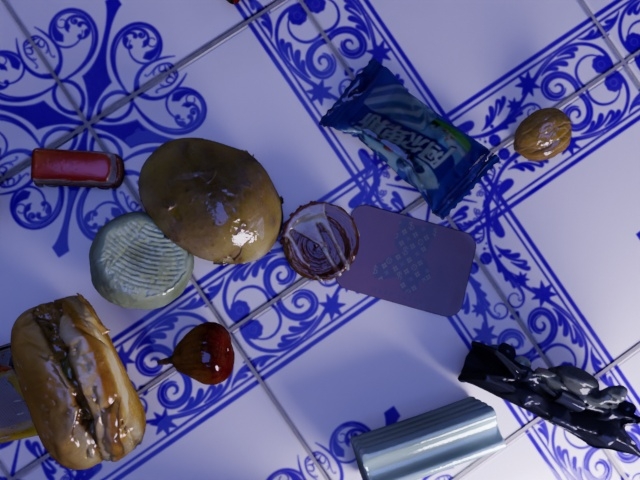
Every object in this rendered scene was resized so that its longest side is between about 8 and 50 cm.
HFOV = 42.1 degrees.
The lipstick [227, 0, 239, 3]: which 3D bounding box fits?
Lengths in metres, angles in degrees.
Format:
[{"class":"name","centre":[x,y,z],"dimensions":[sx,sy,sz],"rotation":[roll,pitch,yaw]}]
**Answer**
[{"class":"lipstick","centre":[-0.113,-0.578,1.667],"dimensions":[0.241,0.080,0.080],"rotation":[-44,90,-5]}]

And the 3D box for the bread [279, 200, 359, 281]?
[{"class":"bread","centre":[0.000,0.000,1.637],"dimensions":[0.160,0.073,0.161],"rotation":[0,89,1]}]

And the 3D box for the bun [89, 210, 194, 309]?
[{"class":"bun","centre":[-0.341,0.043,1.584],"dimensions":[0.195,0.118,0.195],"rotation":[5,68,-13]}]

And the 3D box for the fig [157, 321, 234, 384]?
[{"class":"fig","centre":[-0.229,0.228,1.608],"dimensions":[0.119,0.153,0.119],"rotation":[22,53,-32]}]

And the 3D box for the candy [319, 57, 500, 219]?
[{"class":"candy","centre":[0.177,-0.202,1.666],"dimensions":[0.331,0.077,0.187],"rotation":[41,82,2]}]

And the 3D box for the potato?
[{"class":"potato","centre":[-0.197,-0.087,1.571],"dimensions":[0.299,0.116,0.239],"rotation":[36,64,-3]}]

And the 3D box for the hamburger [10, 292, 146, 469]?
[{"class":"hamburger","centre":[-0.425,0.250,1.484],"dimensions":[0.174,0.284,0.305],"rotation":[-18,91,-5]}]

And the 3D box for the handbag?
[{"class":"handbag","centre":[0.439,0.287,1.556],"dimensions":[0.325,0.269,0.118],"rotation":[25,83,-3]}]

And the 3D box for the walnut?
[{"class":"walnut","centre":[0.447,-0.212,1.678],"dimensions":[0.124,0.105,0.105],"rotation":[-24,88,6]}]

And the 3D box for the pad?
[{"class":"pad","centre":[0.175,0.041,1.685],"dimensions":[0.267,0.004,0.181],"rotation":[15,86,-4]}]

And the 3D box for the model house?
[{"class":"model house","centre":[-0.623,0.269,1.564],"dimensions":[0.219,0.136,0.207],"rotation":[-17,127,9]}]

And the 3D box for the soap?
[{"class":"soap","centre":[0.200,0.387,1.585],"dimensions":[0.265,0.160,0.088],"rotation":[-17,88,-6]}]

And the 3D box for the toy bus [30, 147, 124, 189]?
[{"class":"toy bus","centre":[-0.472,-0.141,1.610],"dimensions":[0.174,0.077,0.079],"rotation":[3,86,-4]}]
